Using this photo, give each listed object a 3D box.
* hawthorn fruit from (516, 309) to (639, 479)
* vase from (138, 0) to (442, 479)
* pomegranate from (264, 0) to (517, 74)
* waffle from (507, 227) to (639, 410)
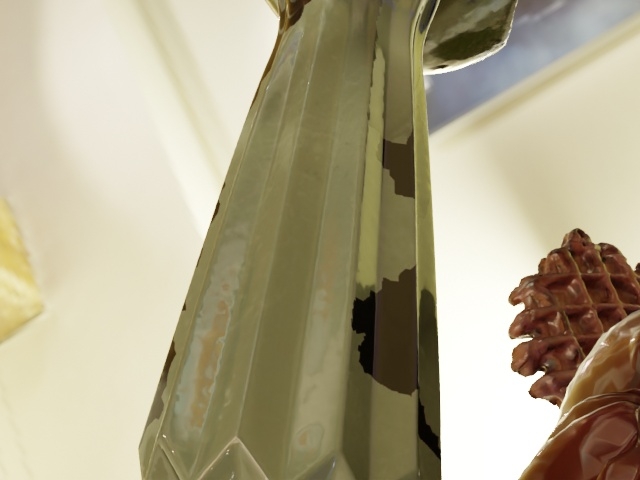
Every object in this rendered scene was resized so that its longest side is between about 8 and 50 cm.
[{"bbox_3d":[0.345,0.202,0.923,0.471,0.472,0.472,56,-169,-17],"label":"hawthorn fruit"},{"bbox_3d":[0.000,0.000,0.895,0.165,0.165,0.360,40,-127,-59],"label":"vase"},{"bbox_3d":[0.022,-0.291,1.237,0.358,0.216,0.309,38,133,53],"label":"pomegranate"},{"bbox_3d":[0.271,0.101,1.454,0.221,0.055,0.234,39,-133,1],"label":"waffle"}]
